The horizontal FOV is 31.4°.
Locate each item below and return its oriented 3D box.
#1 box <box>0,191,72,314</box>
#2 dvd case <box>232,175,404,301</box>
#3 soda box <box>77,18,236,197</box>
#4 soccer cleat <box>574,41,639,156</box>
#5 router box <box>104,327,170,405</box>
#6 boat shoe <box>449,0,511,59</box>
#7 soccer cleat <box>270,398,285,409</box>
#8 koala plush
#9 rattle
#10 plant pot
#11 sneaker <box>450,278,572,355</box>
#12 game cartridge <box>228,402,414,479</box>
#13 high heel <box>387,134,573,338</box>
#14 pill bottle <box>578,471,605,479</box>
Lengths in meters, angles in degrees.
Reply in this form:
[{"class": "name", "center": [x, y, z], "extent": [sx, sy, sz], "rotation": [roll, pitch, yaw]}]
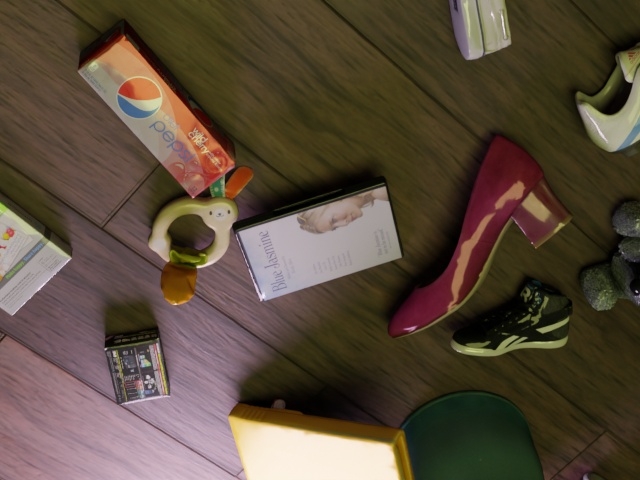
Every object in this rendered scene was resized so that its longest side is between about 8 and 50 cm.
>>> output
[{"class": "box", "center": [-0.505, 0.011, 1.773], "extent": [0.145, 0.038, 0.186], "rotation": [-42, 115, 12]}, {"class": "dvd case", "center": [0.000, 0.000, 1.834], "extent": [0.253, 0.022, 0.180], "rotation": [-17, 136, 0]}, {"class": "soda box", "center": [-0.239, -0.193, 1.684], "extent": [0.092, 0.083, 0.263], "rotation": [-36, 117, 10]}, {"class": "soccer cleat", "center": [0.545, -0.269, 1.758], "extent": [0.331, 0.116, 0.143], "rotation": [-39, 117, 12]}, {"class": "router box", "center": [-0.306, 0.212, 1.912], "extent": [0.092, 0.038, 0.122], "rotation": [-8, 119, -5]}, {"class": "boat shoe", "center": [0.233, -0.392, 1.655], "extent": [0.088, 0.096, 0.267], "rotation": [-16, 120, -5]}, {"class": "soccer cleat", "center": [-0.085, 0.317, 2.006], "extent": [0.029, 0.035, 0.083], "rotation": [22, 112, -20]}, {"class": "koala plush", "center": [0.574, 0.075, 1.878], "extent": [0.203, 0.221, 0.196], "rotation": [16, 113, -12]}, {"class": "rattle", "center": [-0.181, -0.019, 1.759], "extent": [0.200, 0.143, 0.130], "rotation": [-40, 98, 19]}, {"class": "plant pot", "center": [0.281, 0.450, 2.015], "extent": [0.272, 0.255, 0.271], "rotation": [-4, 119, -8]}, {"class": "sneaker", "center": [0.328, 0.125, 1.959], "extent": [0.217, 0.079, 0.121], "rotation": [-5, 115, -17]}, {"class": "game cartridge", "center": [0.015, 0.420, 1.977], "extent": [0.324, 0.052, 0.285], "rotation": [6, 125, 29]}, {"class": "high heel", "center": [0.219, 0.001, 1.877], "extent": [0.377, 0.127, 0.181], "rotation": [-40, 88, 16]}, {"class": "pill bottle", "center": [0.481, 0.554, 2.180], "extent": [0.119, 0.119, 0.208], "rotation": [36, 106, -24]}]
